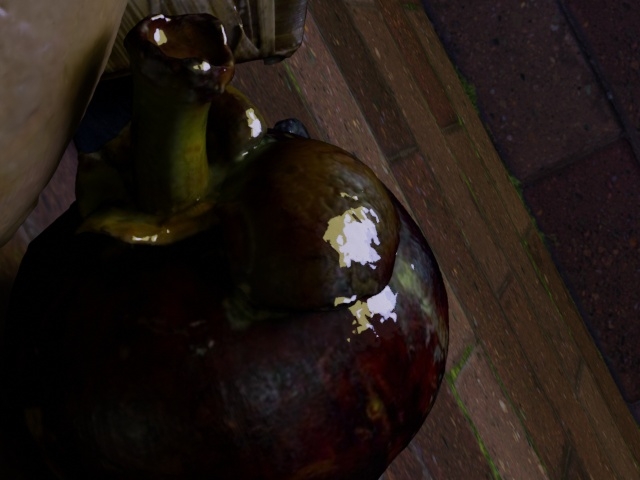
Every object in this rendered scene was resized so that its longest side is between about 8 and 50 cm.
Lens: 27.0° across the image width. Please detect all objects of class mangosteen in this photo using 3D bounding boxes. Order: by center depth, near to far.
[{"bbox_3d":[-0.054,0.013,0.664,0.231,0.231,0.289,-91,171,-57],"label":"mangosteen"}]

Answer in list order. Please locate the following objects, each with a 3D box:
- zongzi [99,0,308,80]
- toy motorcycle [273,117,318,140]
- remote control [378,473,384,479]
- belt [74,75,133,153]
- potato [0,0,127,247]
[{"bbox_3d":[-0.187,-0.196,0.876,0.286,0.288,0.134,40,-42,37],"label":"zongzi"},{"bbox_3d":[-0.001,0.000,1.183,0.122,0.082,0.213,18,60,-59],"label":"toy motorcycle"},{"bbox_3d":[0.017,0.156,0.984,0.109,0.055,0.313,60,23,-14],"label":"remote control"},{"bbox_3d":[-0.092,-0.051,0.965,0.190,0.082,0.141,52,25,-29],"label":"belt"},{"bbox_3d":[-0.162,-0.094,0.520,0.189,0.264,0.211,52,12,-6],"label":"potato"}]
